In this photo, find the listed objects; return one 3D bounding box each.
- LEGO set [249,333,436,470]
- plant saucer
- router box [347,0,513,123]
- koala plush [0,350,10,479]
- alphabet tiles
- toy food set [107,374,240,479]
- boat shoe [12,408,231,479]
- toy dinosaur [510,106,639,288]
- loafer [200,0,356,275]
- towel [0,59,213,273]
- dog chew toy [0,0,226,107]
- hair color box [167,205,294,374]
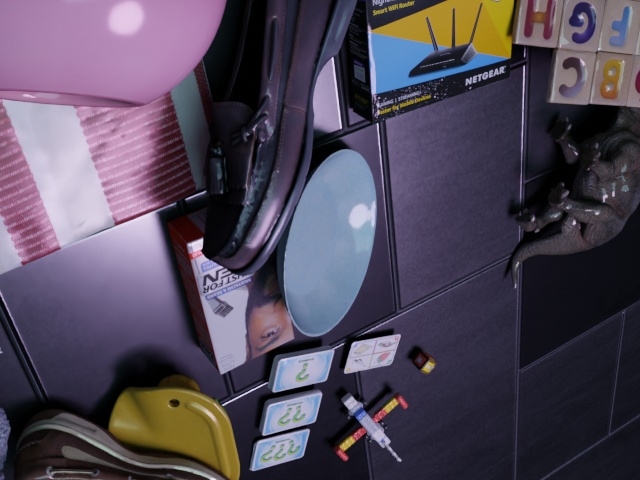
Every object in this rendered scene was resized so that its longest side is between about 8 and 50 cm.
[{"bbox_3d":[0.042,0.209,0.971,0.244,0.060,0.182,-5,123,-33],"label":"LEGO set"},{"bbox_3d":[0.000,0.000,0.796,0.195,0.037,0.195,-37,133,-53],"label":"plant saucer"},{"bbox_3d":[0.112,-0.208,0.777,0.179,0.046,0.133,-22,127,-22],"label":"router box"},{"bbox_3d":[-0.325,0.150,0.583,0.196,0.203,0.221,-9,121,-31],"label":"koala plush"},{"bbox_3d":[0.334,-0.316,0.829,0.285,0.011,0.343,-2,105,-27],"label":"alphabet tiles"},{"bbox_3d":[-0.153,0.225,0.846,0.128,0.071,0.218,-6,120,-2],"label":"toy food set"},{"bbox_3d":[-0.184,0.265,0.767,0.257,0.095,0.095,28,114,-20],"label":"boat shoe"},{"bbox_3d":[0.350,-0.058,0.982,0.160,0.121,0.314,14,104,-25],"label":"toy dinosaur"},{"bbox_3d":[-0.057,-0.125,0.655,0.095,0.109,0.303,19,88,-36],"label":"loafer"},{"bbox_3d":[-0.244,-0.095,0.609,0.329,0.037,0.237,-25,126,-22],"label":"towel"},{"bbox_3d":[-0.154,-0.251,0.464,0.206,0.206,0.332,-1,97,-34],"label":"dog chew toy"},{"bbox_3d":[-0.087,0.044,0.785,0.093,0.053,0.167,-25,129,-22],"label":"hair color box"}]
